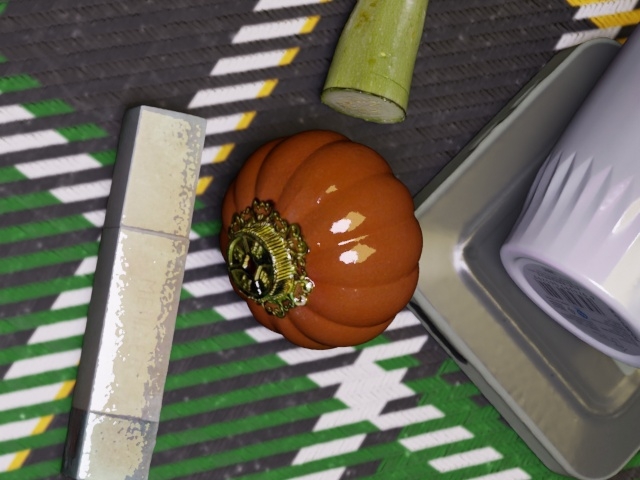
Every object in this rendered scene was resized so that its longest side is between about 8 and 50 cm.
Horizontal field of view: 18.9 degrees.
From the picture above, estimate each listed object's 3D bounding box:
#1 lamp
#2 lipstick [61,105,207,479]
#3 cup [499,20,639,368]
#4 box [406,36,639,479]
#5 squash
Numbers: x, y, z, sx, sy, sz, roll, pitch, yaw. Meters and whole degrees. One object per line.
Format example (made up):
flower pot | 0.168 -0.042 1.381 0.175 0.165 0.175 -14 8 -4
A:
lamp | 0.000 0.000 1.903 0.196 0.223 0.223 -20 96 -43
lipstick | -0.184 0.056 1.906 0.076 0.080 0.371 11 84 -18
cup | 0.365 -0.072 1.933 0.253 0.253 0.371 41 79 -15
box | 0.292 0.019 2.077 0.373 0.090 0.367 -45 104 -14
squash | 0.080 -0.233 2.012 0.094 0.094 0.224 25 75 -18
